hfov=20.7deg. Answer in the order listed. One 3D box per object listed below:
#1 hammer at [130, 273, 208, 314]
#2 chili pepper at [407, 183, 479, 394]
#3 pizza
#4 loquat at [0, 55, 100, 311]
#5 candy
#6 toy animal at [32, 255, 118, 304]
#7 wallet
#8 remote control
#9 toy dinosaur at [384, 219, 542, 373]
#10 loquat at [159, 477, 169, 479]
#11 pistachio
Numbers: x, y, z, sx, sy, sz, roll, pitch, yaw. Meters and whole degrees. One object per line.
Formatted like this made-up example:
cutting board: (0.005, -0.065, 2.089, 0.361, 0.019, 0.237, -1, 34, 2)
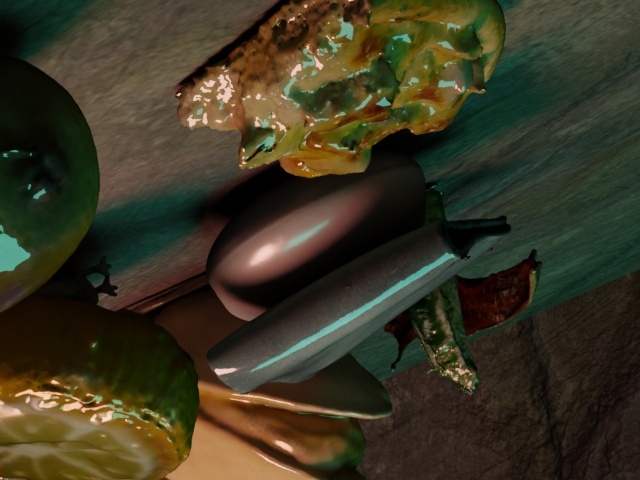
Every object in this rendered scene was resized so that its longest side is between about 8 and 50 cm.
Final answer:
hammer: (-0.204, 0.080, 1.835, 0.292, 0.029, 0.058, -26, 172, 0)
chili pepper: (0.128, 0.058, 1.893, 0.088, 0.227, 0.059, -23, 171, 21)
pizza: (0.026, -0.109, 1.226, 0.223, 0.089, 0.323, -30, 168, 15)
loquat: (-0.208, -0.024, 0.978, 0.195, 0.152, 0.152, -23, 173, 43)
candy: (-0.231, 0.135, 1.505, 0.259, 0.118, 0.260, 4, 154, 2)
toy animal: (-0.224, 0.039, 1.527, 0.075, 0.041, 0.217, -17, 167, 11)
wallet: (0.050, 0.054, 1.615, 0.251, 0.054, 0.290, -32, 170, 17)
remote control: (0.000, 0.000, 1.651, 0.221, 0.103, 0.332, -29, 170, -3)
toy dinosaur: (0.126, 0.052, 1.995, 0.207, 0.327, 0.113, -52, 127, -6)
loquat: (-0.098, 0.265, 2.386, 0.276, 0.276, 0.284, -9, 144, -55)
pistachio: (-0.078, 0.172, 1.869, 0.321, 0.229, 0.238, 19, -174, 27)
